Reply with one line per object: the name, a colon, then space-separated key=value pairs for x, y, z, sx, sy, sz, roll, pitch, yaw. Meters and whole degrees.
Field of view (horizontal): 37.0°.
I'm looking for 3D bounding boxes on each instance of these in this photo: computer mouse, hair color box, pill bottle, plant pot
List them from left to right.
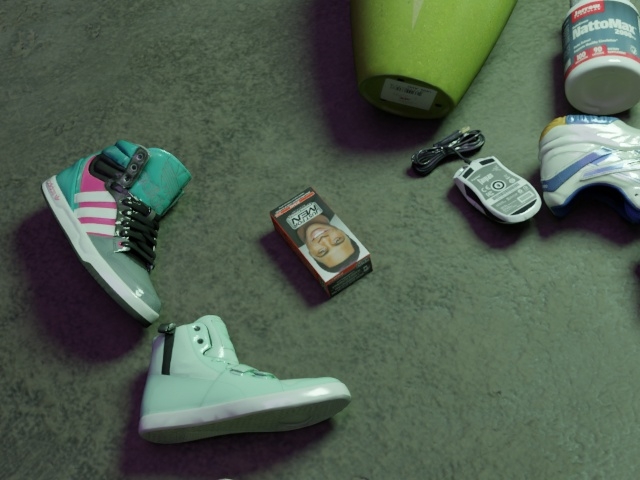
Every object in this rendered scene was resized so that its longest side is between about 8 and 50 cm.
hair color box: x=0.000 y=0.000 z=1.255 sx=0.072 sy=0.043 sz=0.141 roll=-33 pitch=57 yaw=-12
plant pot: x=0.149 y=-0.331 z=1.334 sx=0.275 sy=0.275 sz=0.293 roll=10 pitch=75 yaw=18
computer mouse: x=0.213 y=-0.075 z=1.262 sx=0.106 sy=0.042 sz=0.193 roll=-29 pitch=50 yaw=-13
pill bottle: x=0.387 y=-0.272 z=1.314 sx=0.108 sy=0.108 sz=0.180 roll=-2 pitch=56 yaw=11

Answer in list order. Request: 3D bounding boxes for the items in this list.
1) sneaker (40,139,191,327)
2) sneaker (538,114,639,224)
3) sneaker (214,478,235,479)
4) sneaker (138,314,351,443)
sneaker: x=-0.243 y=-0.031 z=1.288 sx=0.178 sy=0.124 sz=0.295 roll=-38 pitch=56 yaw=-2
sneaker: x=0.424 y=-0.079 z=1.196 sx=0.297 sy=0.112 sz=0.130 roll=1 pitch=75 yaw=15
sneaker: x=-0.131 y=0.294 z=1.061 sx=0.186 sy=0.084 sz=0.069 roll=-6 pitch=56 yaw=8
sneaker: x=-0.093 y=0.150 z=1.139 sx=0.256 sy=0.094 sz=0.151 roll=-8 pitch=61 yaw=10
